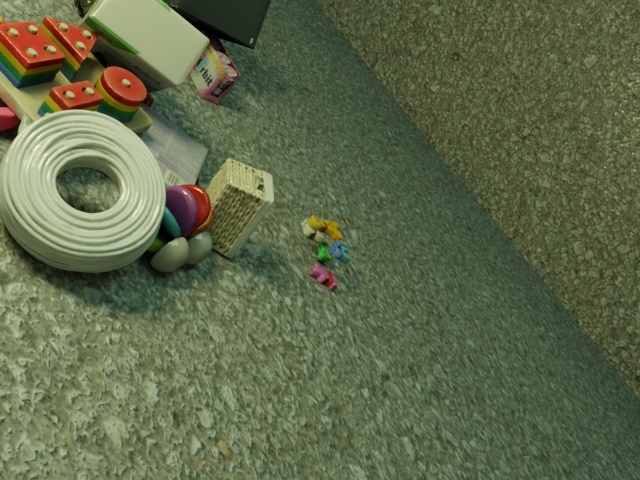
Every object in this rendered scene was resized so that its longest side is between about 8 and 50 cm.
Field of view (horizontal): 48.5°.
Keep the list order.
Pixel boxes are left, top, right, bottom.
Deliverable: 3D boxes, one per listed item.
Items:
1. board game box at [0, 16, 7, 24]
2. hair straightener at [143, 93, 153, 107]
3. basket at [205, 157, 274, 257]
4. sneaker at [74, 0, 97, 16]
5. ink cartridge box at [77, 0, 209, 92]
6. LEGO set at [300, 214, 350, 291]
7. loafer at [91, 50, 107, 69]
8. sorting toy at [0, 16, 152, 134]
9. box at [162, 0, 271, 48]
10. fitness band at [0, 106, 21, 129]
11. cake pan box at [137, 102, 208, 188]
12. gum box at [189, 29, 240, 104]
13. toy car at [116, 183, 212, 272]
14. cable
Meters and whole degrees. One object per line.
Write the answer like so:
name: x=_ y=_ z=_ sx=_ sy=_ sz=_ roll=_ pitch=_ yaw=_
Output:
board game box: x=-0.638 y=-0.428 z=1.357 sx=0.133 sy=0.033 sz=0.169 roll=40 pitch=-1 yaw=-18
hair straightener: x=-0.485 y=-0.361 z=1.582 sx=0.230 sy=0.047 sz=0.089 roll=26 pitch=6 yaw=-25
basket: x=-0.180 y=-0.068 z=1.425 sx=0.103 sy=0.167 sz=0.113 roll=27 pitch=29 yaw=-24
sneaker: x=-0.594 y=-0.632 z=1.769 sx=0.227 sy=0.087 sz=0.130 roll=42 pitch=17 yaw=-18
ink cartridge box: x=-0.387 y=-0.424 z=1.489 sx=0.211 sy=0.121 sz=0.289 roll=36 pitch=-9 yaw=-26
LEGO set: x=0.000 y=0.000 z=1.692 sx=0.093 sy=0.087 sz=0.227 roll=29 pitch=27 yaw=-32
loafer: x=-0.514 y=-0.322 z=1.434 sx=0.220 sy=0.078 sz=0.080 roll=-61 pitch=149 yaw=-58
sorting toy: x=-0.453 y=-0.297 z=1.289 sx=0.257 sy=0.089 sz=0.255 roll=47 pitch=32 yaw=2
box: x=-0.361 y=-0.687 z=1.933 sx=0.313 sy=0.178 sz=0.343 roll=25 pitch=8 yaw=28
fitness band: x=-0.627 y=-0.304 z=1.234 sx=0.291 sy=0.054 sz=0.209 roll=47 pitch=24 yaw=9
cake pan box: x=-0.360 y=-0.187 z=1.451 sx=0.267 sy=0.070 sz=0.245 roll=35 pitch=28 yaw=-20
gum box: x=-0.301 y=-0.473 z=1.949 sx=0.062 sy=0.107 sz=0.188 roll=15 pitch=38 yaw=-48
toy car: x=-0.264 y=-0.040 z=1.279 sx=0.159 sy=0.136 sz=0.182 roll=49 pitch=24 yaw=10
cable: x=-0.366 y=-0.079 z=1.114 sx=0.257 sy=0.089 sz=0.257 roll=19 pitch=61 yaw=-23
